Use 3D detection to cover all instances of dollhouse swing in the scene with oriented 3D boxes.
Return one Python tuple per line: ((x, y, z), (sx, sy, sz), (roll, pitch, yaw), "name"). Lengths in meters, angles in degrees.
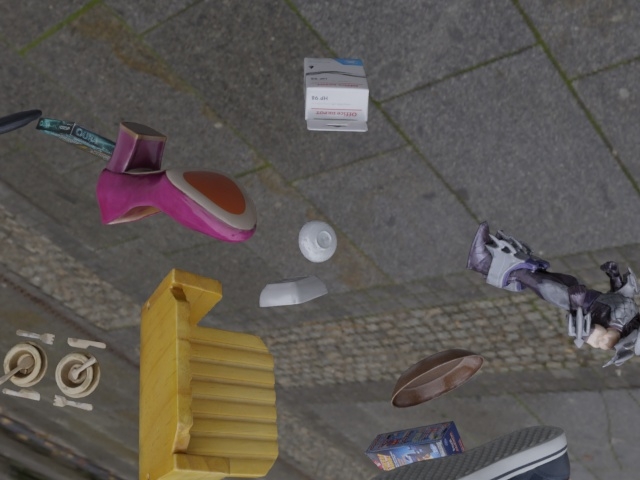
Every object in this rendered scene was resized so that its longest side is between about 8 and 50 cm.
((-0.170, 0.276, 1.454), (0.305, 0.346, 0.315), (8, 153, -26), "dollhouse swing")

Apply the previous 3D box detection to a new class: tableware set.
((-0.505, 0.239, 1.442), (0.194, 0.128, 0.039), (8, 171, 11), "tableware set")

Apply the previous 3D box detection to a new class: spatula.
((-0.492, -0.106, 0.993), (0.084, 0.296, 0.030), (4, 124, 57), "spatula")

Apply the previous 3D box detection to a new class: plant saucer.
((0.218, 0.259, 1.486), (0.199, 0.036, 0.198), (-20, 152, -11), "plant saucer")

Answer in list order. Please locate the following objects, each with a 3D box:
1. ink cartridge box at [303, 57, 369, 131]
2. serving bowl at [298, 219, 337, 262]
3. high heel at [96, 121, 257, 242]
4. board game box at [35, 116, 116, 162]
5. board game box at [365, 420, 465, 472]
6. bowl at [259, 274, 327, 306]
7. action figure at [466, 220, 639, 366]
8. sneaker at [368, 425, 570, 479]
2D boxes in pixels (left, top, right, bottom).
((0.026, -0.248, 1.304), (0.104, 0.180, 0.060), (1, 123, -4), "ink cartridge box")
((0.000, 0.000, 1.490), (0.083, 0.083, 0.027), (36, 155, -25), "serving bowl")
((-0.222, -0.036, 1.163), (0.127, 0.181, 0.377), (3, -157, -38), "high heel")
((-0.410, -0.174, 1.426), (0.126, 0.026, 0.186), (14, 172, 41), "board game box")
((0.194, 0.441, 1.508), (0.194, 0.060, 0.194), (-6, 114, 39), "board game box")
((-0.069, 0.122, 1.922), (0.142, 0.053, 0.142), (-7, -176, 37), "bowl")
((0.337, 0.072, 1.032), (0.285, 0.185, 0.099), (29, 111, 30), "action figure")
((0.211, 0.365, 1.086), (0.321, 0.127, 0.126), (-13, -177, -12), "sneaker")
